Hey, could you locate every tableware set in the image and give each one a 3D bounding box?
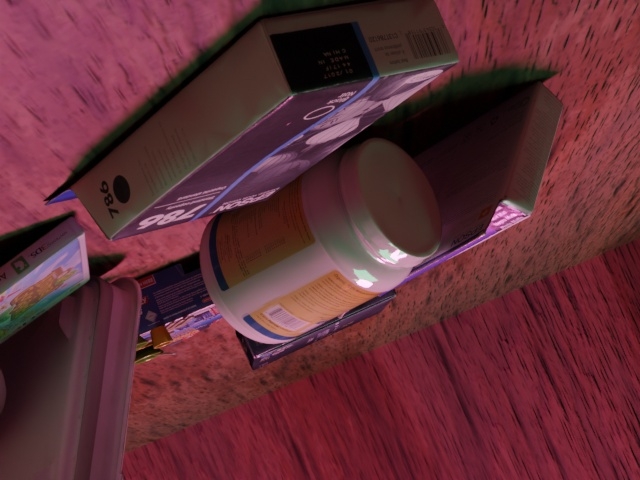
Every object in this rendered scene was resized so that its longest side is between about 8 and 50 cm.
[{"bbox_3d":[-0.199,0.123,1.905,0.104,0.024,0.154,-17,171,-31],"label":"tableware set"}]

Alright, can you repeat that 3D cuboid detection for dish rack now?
[{"bbox_3d":[-0.298,0.199,1.733,0.072,0.333,0.285,30,136,-32],"label":"dish rack"}]

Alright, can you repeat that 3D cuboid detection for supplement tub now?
[{"bbox_3d":[0.000,0.000,1.664,0.200,0.144,0.144,-28,170,33],"label":"supplement tub"}]

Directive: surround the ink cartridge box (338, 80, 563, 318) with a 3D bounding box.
[{"bbox_3d":[0.129,-0.029,1.742,0.223,0.045,0.224,-31,-154,44],"label":"ink cartridge box"}]

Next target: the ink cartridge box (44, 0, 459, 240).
[{"bbox_3d":[-0.060,-0.077,1.326,0.165,0.065,0.333,-16,170,-39],"label":"ink cartridge box"}]

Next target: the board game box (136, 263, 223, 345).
[{"bbox_3d":[-0.142,0.065,1.981,0.194,0.060,0.194,-22,172,-3],"label":"board game box"}]

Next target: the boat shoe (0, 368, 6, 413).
[{"bbox_3d":[-0.444,0.176,1.718,0.306,0.113,0.105,-13,-178,30],"label":"boat shoe"}]

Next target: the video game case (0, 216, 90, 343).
[{"bbox_3d":[-0.288,0.064,1.562,0.193,0.023,0.212,-37,174,-12],"label":"video game case"}]

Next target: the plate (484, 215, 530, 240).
[{"bbox_3d":[0.101,0.017,2.352,0.278,0.045,0.277,-29,170,37],"label":"plate"}]

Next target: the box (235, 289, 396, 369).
[{"bbox_3d":[-0.010,0.090,2.130,0.183,0.059,0.232,-25,175,-6],"label":"box"}]
